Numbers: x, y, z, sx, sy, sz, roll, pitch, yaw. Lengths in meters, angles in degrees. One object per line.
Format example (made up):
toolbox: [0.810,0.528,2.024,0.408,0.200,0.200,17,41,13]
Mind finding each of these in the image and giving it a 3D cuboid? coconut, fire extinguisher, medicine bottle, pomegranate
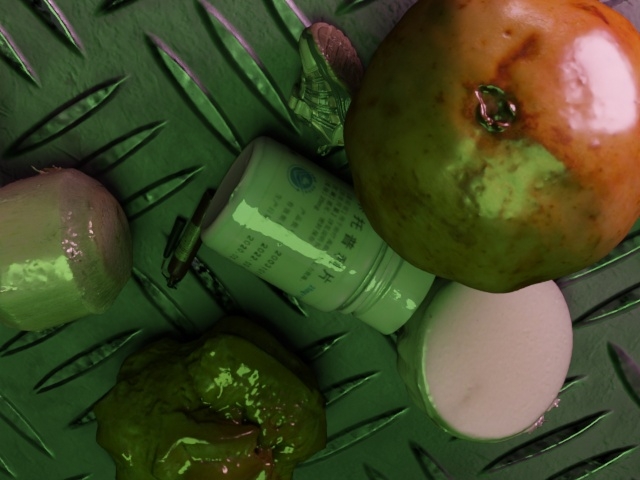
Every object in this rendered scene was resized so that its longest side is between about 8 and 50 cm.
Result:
coconut: [-0.379,0.016,1.686,0.234,0.224,0.224,-4,120,9]
fire extinguisher: [-0.190,0.000,1.765,0.049,0.035,0.173,22,117,-13]
medicine bottle: [0.000,0.000,1.672,0.293,0.170,0.170,32,118,-14]
pomegranate: [0.216,-0.116,1.500,0.410,0.410,0.410,2,121,3]

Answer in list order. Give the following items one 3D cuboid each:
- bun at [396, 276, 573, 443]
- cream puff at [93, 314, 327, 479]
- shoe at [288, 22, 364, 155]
bun: [0.204,0.141,1.758,0.263,0.175,0.263,-4,99,-28]
cream puff: [-0.143,0.264,1.784,0.323,0.274,0.270,34,127,-19]
shoe: [0.008,-0.190,1.614,0.092,0.089,0.180,-16,117,27]
